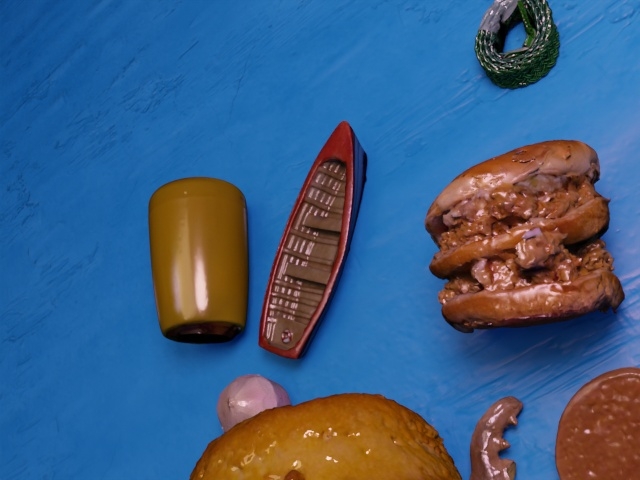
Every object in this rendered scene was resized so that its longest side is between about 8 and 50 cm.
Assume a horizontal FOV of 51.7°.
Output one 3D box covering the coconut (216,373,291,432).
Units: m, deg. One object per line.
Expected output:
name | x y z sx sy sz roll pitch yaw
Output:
coconut | -0.105 0.262 1.013 0.110 0.124 0.110 -14 62 28

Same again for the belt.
belt | 0.296 -0.314 1.006 0.121 0.079 0.151 -3 69 33

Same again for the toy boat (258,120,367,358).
toy boat | 0.000 0.000 1.078 0.136 0.079 0.392 11 79 39

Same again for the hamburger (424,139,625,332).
hamburger | 0.255 0.008 0.823 0.245 0.260 0.211 134 124 -67

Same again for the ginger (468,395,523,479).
ginger | 0.222 0.284 0.834 0.069 0.051 0.173 -7 69 28

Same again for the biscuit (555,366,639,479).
biscuit | 0.397 0.213 0.715 0.288 0.044 0.202 -41 74 20

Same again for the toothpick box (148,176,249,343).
toothpick box | -0.207 0.043 1.143 0.175 0.175 0.271 -19 65 27

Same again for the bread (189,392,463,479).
bread | 0.002 0.322 0.774 0.337 0.358 0.204 -37 51 14
